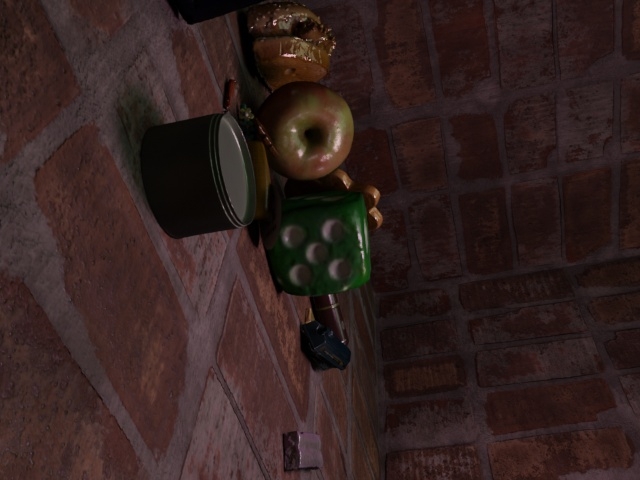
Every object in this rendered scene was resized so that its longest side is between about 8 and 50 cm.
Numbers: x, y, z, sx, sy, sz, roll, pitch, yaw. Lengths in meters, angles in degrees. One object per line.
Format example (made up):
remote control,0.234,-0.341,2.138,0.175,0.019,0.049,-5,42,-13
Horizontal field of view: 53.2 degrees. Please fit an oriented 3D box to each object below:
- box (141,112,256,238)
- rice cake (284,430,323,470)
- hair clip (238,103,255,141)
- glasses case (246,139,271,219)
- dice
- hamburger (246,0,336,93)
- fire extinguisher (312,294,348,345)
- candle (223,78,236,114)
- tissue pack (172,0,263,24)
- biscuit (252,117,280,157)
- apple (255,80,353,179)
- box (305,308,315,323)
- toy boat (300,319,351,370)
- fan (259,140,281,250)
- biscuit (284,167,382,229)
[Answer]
box,-0.230,-0.125,1.248,0.226,0.149,0.226,-9,90,-80
rice cake,-0.045,0.606,1.843,0.298,0.050,0.106,55,27,-66
hair clip,-0.209,-0.316,1.849,0.049,0.049,0.173,20,62,-79
glasses case,-0.179,-0.170,1.772,0.064,0.079,0.234,77,6,-72
dice,0.000,0.000,2.000,0.297,0.300,0.287,-68,149,-74
hamburger,-0.088,-0.681,2.226,0.445,0.286,0.268,26,54,-82
fire extinguisher,0.037,0.300,2.441,0.141,0.105,0.341,-52,129,-75
candle,-0.252,-0.389,1.752,0.026,0.021,0.167,38,36,-34
tissue pack,-0.256,-0.707,1.356,0.416,0.264,0.253,65,13,-60
biscuit,-0.157,-0.291,1.823,0.130,0.019,0.119,58,5,-3
apple,-0.055,-0.351,2.024,0.277,0.319,0.319,-131,-156,-65
box,-0.027,0.323,2.310,0.073,0.020,0.149,-87,164,-56
toy boat,0.025,0.384,2.234,0.296,0.122,0.114,51,9,-50
fan,-0.147,-0.135,1.814,0.191,0.009,0.329,138,-52,-60
biscuit,0.042,-0.139,2.180,0.052,0.354,0.275,-58,147,-37
